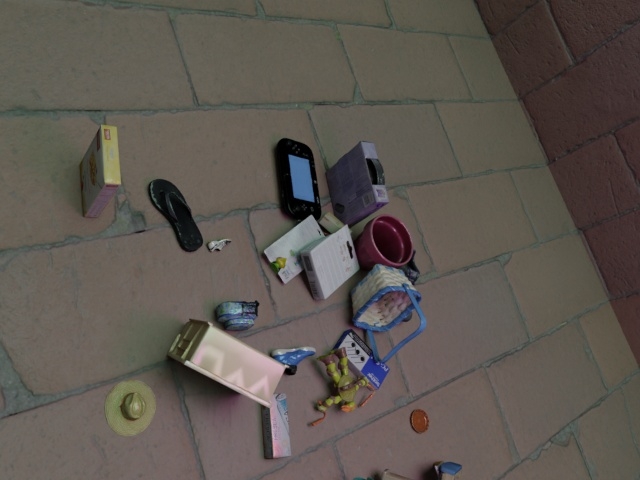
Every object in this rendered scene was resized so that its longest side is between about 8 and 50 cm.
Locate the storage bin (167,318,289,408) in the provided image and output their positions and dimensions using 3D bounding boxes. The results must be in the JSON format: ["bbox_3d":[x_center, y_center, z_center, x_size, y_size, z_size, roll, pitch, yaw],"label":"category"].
[{"bbox_3d":[-0.263,0.333,1.531,0.262,0.260,0.123,33,72,-20],"label":"storage bin"}]

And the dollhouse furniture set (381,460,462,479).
[{"bbox_3d":[0.329,0.883,1.834,0.303,0.198,0.286,21,78,-62],"label":"dollhouse furniture set"}]

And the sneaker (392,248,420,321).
[{"bbox_3d":[0.316,0.161,2.104,0.111,0.121,0.299,12,64,-31],"label":"sneaker"}]

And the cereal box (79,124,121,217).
[{"bbox_3d":[-0.609,-0.185,1.517,0.047,0.240,0.172,2,69,-36],"label":"cereal box"}]

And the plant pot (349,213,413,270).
[{"bbox_3d":[0.212,0.026,2.052,0.202,0.180,0.201,15,62,-30],"label":"plant pot"}]

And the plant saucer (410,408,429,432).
[{"bbox_3d":[0.357,0.651,1.988,0.084,0.013,0.083,16,61,-30],"label":"plant saucer"}]

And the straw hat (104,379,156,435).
[{"bbox_3d":[-0.488,0.435,1.447,0.145,0.061,0.144,14,63,-30],"label":"straw hat"}]

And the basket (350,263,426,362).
[{"bbox_3d":[0.238,0.243,1.910,0.201,0.254,0.288,18,41,-31],"label":"basket"}]

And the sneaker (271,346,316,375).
[{"bbox_3d":[-0.080,0.388,1.760,0.152,0.058,0.084,2,63,-30],"label":"sneaker"}]

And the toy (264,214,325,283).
[{"bbox_3d":[-0.086,0.031,1.916,0.237,0.056,0.136,-40,104,-34],"label":"toy"}]

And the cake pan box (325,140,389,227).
[{"bbox_3d":[0.131,-0.203,2.040,0.070,0.267,0.245,-3,70,-34],"label":"cake pan box"}]

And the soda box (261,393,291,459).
[{"bbox_3d":[-0.134,0.554,1.650,0.063,0.058,0.183,7,67,-33],"label":"soda box"}]

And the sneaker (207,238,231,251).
[{"bbox_3d":[-0.323,0.015,1.775,0.083,0.032,0.036,-14,93,-34],"label":"sneaker"}]

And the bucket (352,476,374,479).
[{"bbox_3d":[0.152,0.851,1.590,0.183,0.281,0.281,42,51,-24],"label":"bucket"}]

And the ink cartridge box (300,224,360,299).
[{"bbox_3d":[0.036,0.074,1.948,0.232,0.066,0.188,-40,120,-48],"label":"ink cartridge box"}]

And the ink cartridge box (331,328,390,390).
[{"bbox_3d":[0.142,0.415,1.917,0.207,0.046,0.097,47,52,-10],"label":"ink cartridge box"}]

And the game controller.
[{"bbox_3d":[-0.078,-0.223,2.029,0.167,0.067,0.318,5,68,-34],"label":"game controller"}]

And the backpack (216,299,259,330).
[{"bbox_3d":[-0.256,0.229,1.676,0.115,0.105,0.084,10,64,-27],"label":"backpack"}]

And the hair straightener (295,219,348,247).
[{"bbox_3d":[0.000,0.000,1.995,0.230,0.047,0.089,35,54,-24],"label":"hair straightener"}]

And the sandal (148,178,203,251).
[{"bbox_3d":[-0.439,-0.087,1.716,0.097,0.054,0.254,-34,91,-40],"label":"sandal"}]

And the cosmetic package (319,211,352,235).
[{"bbox_3d":[0.056,-0.050,2.035,0.115,0.041,0.060,41,25,3],"label":"cosmetic package"}]

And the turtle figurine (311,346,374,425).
[{"bbox_3d":[0.062,0.470,1.789,0.270,0.087,0.217,-18,87,-33],"label":"turtle figurine"}]
